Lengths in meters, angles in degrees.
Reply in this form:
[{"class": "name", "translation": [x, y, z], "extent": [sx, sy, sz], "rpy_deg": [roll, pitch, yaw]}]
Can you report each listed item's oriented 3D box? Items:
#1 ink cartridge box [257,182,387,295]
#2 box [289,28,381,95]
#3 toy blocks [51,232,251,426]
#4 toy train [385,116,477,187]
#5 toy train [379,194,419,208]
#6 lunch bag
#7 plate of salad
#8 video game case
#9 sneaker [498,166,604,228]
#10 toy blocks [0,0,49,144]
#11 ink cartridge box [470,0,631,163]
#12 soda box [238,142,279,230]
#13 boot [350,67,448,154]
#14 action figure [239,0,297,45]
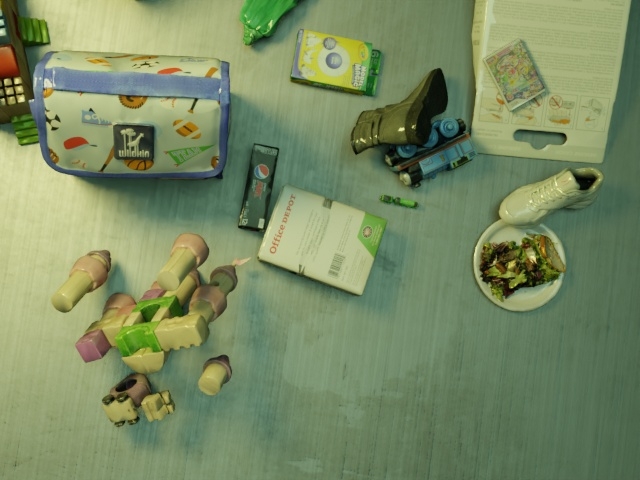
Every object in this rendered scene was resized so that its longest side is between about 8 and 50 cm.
[{"class": "ink cartridge box", "translation": [0.000, 0.000, 1.798], "extent": [0.219, 0.092, 0.160], "rpy_deg": [21, 83, -5]}, {"class": "box", "translation": [0.034, -0.361, 1.854], "extent": [0.179, 0.043, 0.105], "rpy_deg": [10, 85, -8]}, {"class": "toy blocks", "translation": [-0.289, 0.136, 1.710], "extent": [0.288, 0.260, 0.309], "rpy_deg": [-12, 114, 20]}, {"class": "toy train", "translation": [0.224, -0.179, 1.850], "extent": [0.184, 0.080, 0.105], "rpy_deg": [-26, 96, -9]}, {"class": "toy train", "translation": [0.163, -0.080, 1.860], "extent": [0.083, 0.024, 0.017], "rpy_deg": [11, 85, -6]}, {"class": "lunch bag", "translation": [-0.323, -0.224, 1.625], "extent": [0.328, 0.385, 0.239], "rpy_deg": [2, 85, -8]}, {"class": "plate of salad", "translation": [0.415, 0.047, 1.872], "extent": [0.200, 0.048, 0.200], "rpy_deg": [0, 87, -8]}, {"class": "video game case", "translation": [0.396, -0.338, 1.855], "extent": [0.087, 0.011, 0.122], "rpy_deg": [-31, 104, 0]}, {"class": "sneaker", "translation": [0.472, -0.101, 1.851], "extent": [0.232, 0.115, 0.090], "rpy_deg": [-22, 70, -12]}, {"class": "toy blocks", "translation": [-0.611, -0.381, 1.660], "extent": [0.191, 0.261, 0.381], "rpy_deg": [-11, 88, -8]}, {"class": "ink cartridge box", "translation": [0.469, -0.368, 1.910], "extent": [0.308, 0.091, 0.385], "rpy_deg": [4, 102, -8]}, {"class": "soda box", "translation": [-0.123, -0.104, 1.806], "extent": [0.053, 0.060, 0.169], "rpy_deg": [11, 85, -5]}, {"class": "boot", "translation": [0.155, -0.265, 1.829], "extent": [0.246, 0.161, 0.083], "rpy_deg": [-59, 136, -45]}, {"class": "action figure", "translation": [-0.095, -0.492, 1.835], "extent": [0.137, 0.063, 0.232], "rpy_deg": [31, 79, -6]}]
